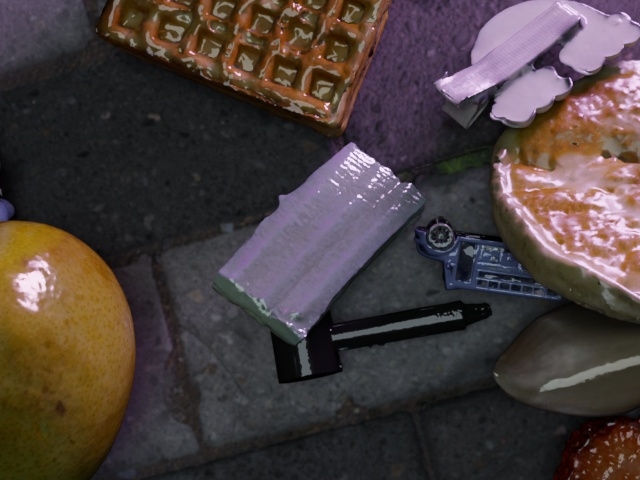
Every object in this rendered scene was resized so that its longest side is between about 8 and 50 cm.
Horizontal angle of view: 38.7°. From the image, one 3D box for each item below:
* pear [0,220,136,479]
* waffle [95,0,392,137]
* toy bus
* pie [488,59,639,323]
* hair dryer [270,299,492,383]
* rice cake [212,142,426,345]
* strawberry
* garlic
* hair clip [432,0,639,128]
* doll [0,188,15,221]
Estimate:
[{"bbox_3d":[-0.337,0.140,0.944,0.303,0.304,0.304,-1,86,7],"label":"pear"},{"bbox_3d":[-0.081,-0.268,1.040,0.307,0.091,0.213,22,88,7],"label":"waffle"},{"bbox_3d":[0.183,0.021,0.993,0.167,0.073,0.076,7,97,6],"label":"toy bus"},{"bbox_3d":[0.331,-0.052,0.927,0.338,0.077,0.339,-5,54,7],"label":"pie"},{"bbox_3d":[0.065,0.082,1.010,0.247,0.070,0.114,-11,85,2],"label":"hair dryer"},{"bbox_3d":[0.000,0.000,0.986,0.127,0.043,0.237,37,64,11],"label":"rice cake"},{"bbox_3d":[0.312,0.250,0.954,0.145,0.086,0.145,0,88,7],"label":"strawberry"},{"bbox_3d":[0.335,0.108,0.940,0.318,0.143,0.112,-19,104,6],"label":"garlic"},{"bbox_3d":[0.224,-0.203,0.992,0.220,0.054,0.140,-37,54,-9],"label":"hair clip"},{"bbox_3d":[-0.400,-0.054,1.079,0.120,0.075,0.180,-27,57,41],"label":"doll"}]
